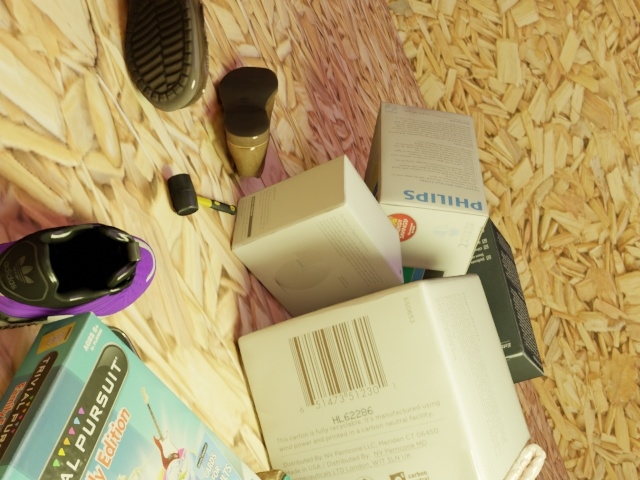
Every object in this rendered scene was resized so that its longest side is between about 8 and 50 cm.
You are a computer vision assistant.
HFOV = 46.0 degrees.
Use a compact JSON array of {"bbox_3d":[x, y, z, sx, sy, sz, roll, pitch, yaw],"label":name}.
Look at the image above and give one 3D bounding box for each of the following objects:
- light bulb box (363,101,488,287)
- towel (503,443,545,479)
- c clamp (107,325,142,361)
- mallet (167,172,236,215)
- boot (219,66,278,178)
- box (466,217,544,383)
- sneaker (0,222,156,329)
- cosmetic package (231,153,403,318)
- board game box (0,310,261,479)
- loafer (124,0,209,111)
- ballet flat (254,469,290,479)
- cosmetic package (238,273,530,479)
[{"bbox_3d":[0.206,-0.052,1.676,0.361,0.225,0.358,-85,-177,-47],"label":"light bulb box"},{"bbox_3d":[0.307,0.539,1.422,0.053,0.317,0.332,34,-16,17],"label":"towel"},{"bbox_3d":[-0.247,0.172,0.898,0.161,0.022,0.137,62,18,-15],"label":"c clamp"},{"bbox_3d":[-0.189,-0.071,1.229,0.062,0.039,0.189,70,17,6],"label":"mallet"},{"bbox_3d":[-0.138,-0.234,1.442,0.305,0.112,0.115,-90,-179,-49],"label":"boot"},{"bbox_3d":[0.379,0.186,1.986,0.212,0.293,0.396,39,37,-51],"label":"box"},{"bbox_3d":[-0.247,0.032,0.843,0.293,0.146,0.102,-13,83,-68],"label":"sneaker"},{"bbox_3d":[0.000,0.000,1.347,0.224,0.224,0.138,52,28,-38],"label":"cosmetic package"},{"bbox_3d":[-0.206,0.280,0.784,0.336,0.079,0.254,55,32,-32],"label":"board game box"},{"bbox_3d":[-0.235,-0.365,1.231,0.130,0.133,0.366,28,46,-59],"label":"loafer"},{"bbox_3d":[-0.097,0.385,1.002,0.206,0.067,0.073,-56,144,-65],"label":"ballet flat"},{"bbox_3d":[0.126,0.257,1.280,0.393,0.329,0.327,1,70,-66],"label":"cosmetic package"}]
